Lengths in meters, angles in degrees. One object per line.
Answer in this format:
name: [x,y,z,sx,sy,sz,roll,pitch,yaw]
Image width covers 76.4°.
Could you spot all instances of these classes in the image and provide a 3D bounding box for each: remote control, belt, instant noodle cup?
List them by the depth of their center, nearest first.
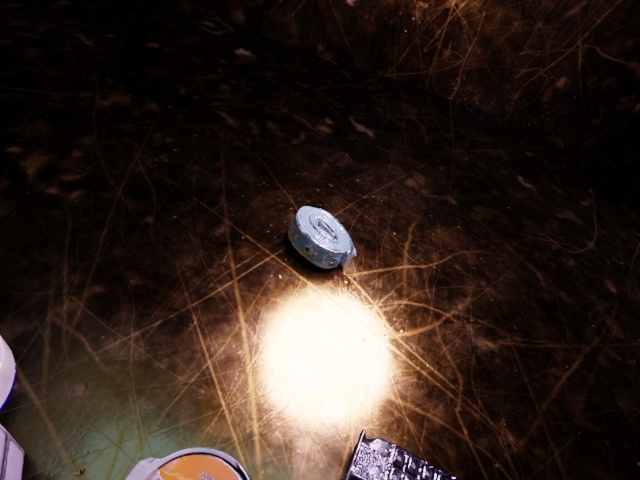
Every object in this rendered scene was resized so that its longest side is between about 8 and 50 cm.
instant noodle cup: [-0.179,0.399,0.563,0.177,0.126,0.208,-29,63,-36]
remote control: [0.224,0.474,0.674,0.398,0.062,0.145,27,39,8]
belt: [-0.005,-0.006,1.033,0.147,0.082,0.163,6,43,-28]

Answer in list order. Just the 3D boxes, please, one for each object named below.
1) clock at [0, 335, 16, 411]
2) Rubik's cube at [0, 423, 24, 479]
clock: [-0.609,0.217,0.616,0.230,0.083,0.231,12,45,-12]
Rubik's cube: [-0.502,0.343,0.383,0.300,0.304,0.305,-6,53,-23]
